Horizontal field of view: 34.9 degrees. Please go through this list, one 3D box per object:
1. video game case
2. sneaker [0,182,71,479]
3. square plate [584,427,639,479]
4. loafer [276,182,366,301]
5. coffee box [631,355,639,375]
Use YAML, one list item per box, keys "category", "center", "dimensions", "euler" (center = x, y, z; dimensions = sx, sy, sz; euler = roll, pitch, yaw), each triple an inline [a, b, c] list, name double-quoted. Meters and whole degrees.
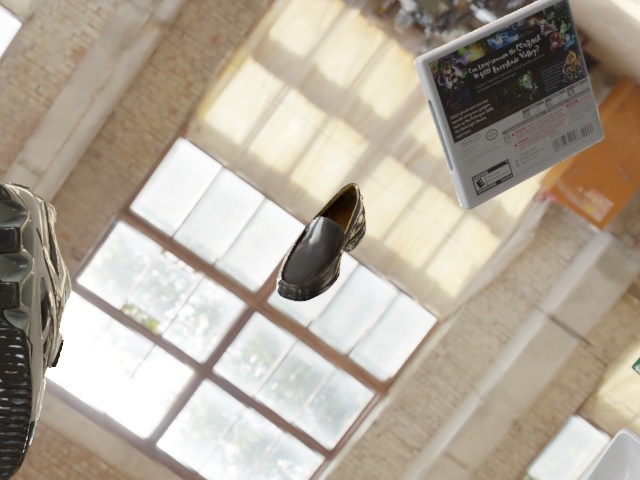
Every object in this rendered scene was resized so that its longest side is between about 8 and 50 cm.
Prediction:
- category: "video game case"
  center: [0.206, -0.150, 1.092]
  dimensions: [0.022, 0.190, 0.173]
  euler: [27, 141, 64]
- category: "sneaker"
  center: [-0.331, 0.103, 1.128]
  dimensions: [0.122, 0.331, 0.146]
  euler: [5, 180, 17]
- category: "square plate"
  center: [0.428, 0.482, 1.322]
  dimensions: [0.049, 0.347, 0.344]
  euler: [24, -168, -43]
- category: "loafer"
  center: [0.000, 0.000, 1.076]
  dimensions: [0.062, 0.061, 0.170]
  euler: [15, -141, 15]
- category: "coffee box"
  center: [0.436, 0.192, 1.120]
  dimensions: [0.113, 0.040, 0.184]
  euler: [31, -169, -32]
